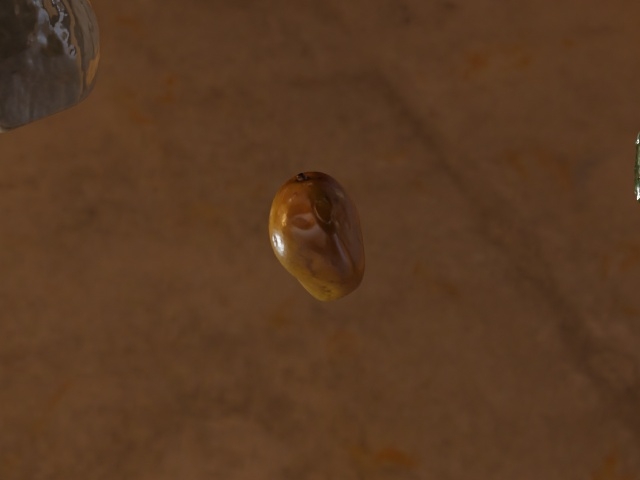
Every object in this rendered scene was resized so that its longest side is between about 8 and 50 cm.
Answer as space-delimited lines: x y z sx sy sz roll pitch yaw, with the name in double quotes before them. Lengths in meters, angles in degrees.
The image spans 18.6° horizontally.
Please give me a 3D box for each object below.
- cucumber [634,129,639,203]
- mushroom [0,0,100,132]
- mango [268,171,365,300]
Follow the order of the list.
"cucumber" 0.280 -0.140 1.505 0.044 0.257 0.043 19 -167 28
"mushroom" -0.186 -0.150 0.979 0.092 0.223 0.081 -28 -136 3
"mango" 0.000 0.000 1.387 0.060 0.114 0.080 -10 -132 13
